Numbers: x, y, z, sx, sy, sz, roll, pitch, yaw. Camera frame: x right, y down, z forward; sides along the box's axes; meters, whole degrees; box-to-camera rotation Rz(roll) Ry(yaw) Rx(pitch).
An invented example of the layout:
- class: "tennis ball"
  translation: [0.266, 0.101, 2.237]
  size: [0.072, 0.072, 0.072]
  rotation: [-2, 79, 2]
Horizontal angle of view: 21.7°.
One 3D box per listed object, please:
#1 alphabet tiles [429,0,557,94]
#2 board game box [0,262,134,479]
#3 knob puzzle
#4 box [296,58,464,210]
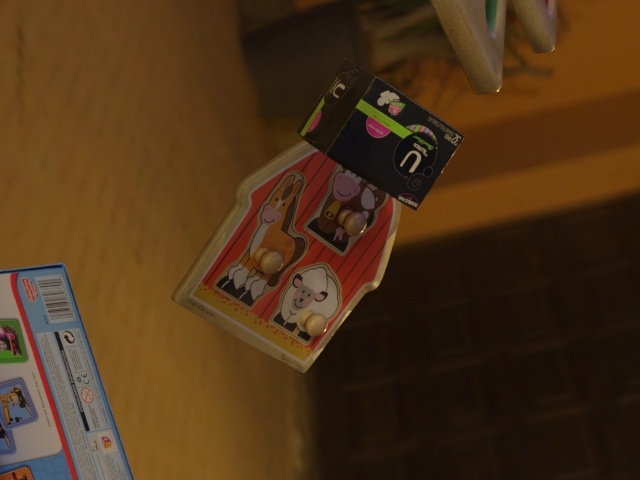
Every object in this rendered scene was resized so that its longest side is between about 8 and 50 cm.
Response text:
- class: "alphabet tiles"
  translation: [0.027, -0.224, 0.490]
  size: [0.342, 0.011, 0.285]
  rotation: [55, 36, -51]
- class: "board game box"
  translation: [-0.204, 0.099, 0.907]
  size: [0.211, 0.039, 0.160]
  rotation: [-5, 72, -52]
- class: "knob puzzle"
  translation: [0.000, 0.000, 1.272]
  size: [0.030, 0.213, 0.213]
  rotation: [35, -27, 41]
- class: "box"
  translation: [0.039, -0.070, 1.102]
  size: [0.083, 0.062, 0.052]
  rotation: [30, 5, -31]
